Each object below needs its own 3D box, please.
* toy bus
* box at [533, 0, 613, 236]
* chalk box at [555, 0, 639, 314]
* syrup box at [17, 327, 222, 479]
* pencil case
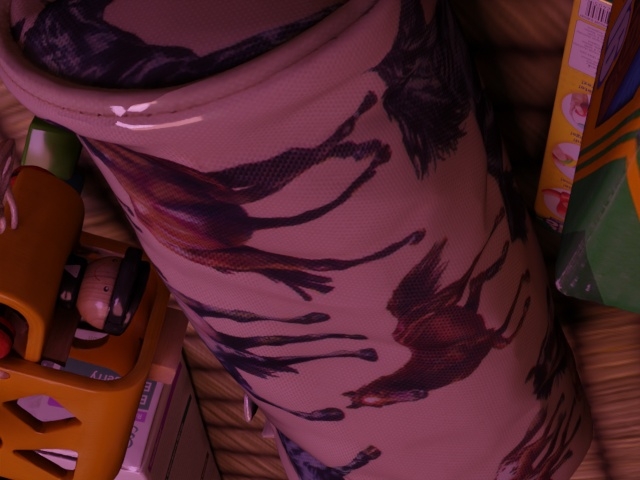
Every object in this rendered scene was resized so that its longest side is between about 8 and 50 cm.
[{"bbox_3d":[-0.121,0.044,0.788,0.104,0.191,0.202,15,-171,-6],"label":"toy bus"},{"bbox_3d":[0.149,-0.039,0.664,0.105,0.043,0.179,27,151,16],"label":"box"},{"bbox_3d":[0.196,-0.101,0.427,0.180,0.179,0.289,16,150,2],"label":"chalk box"},{"bbox_3d":[-0.135,0.157,1.098,0.093,0.096,0.237,9,148,11],"label":"syrup box"},{"bbox_3d":[0.000,0.000,0.711,0.183,0.160,0.410,-7,144,16],"label":"pencil case"}]
